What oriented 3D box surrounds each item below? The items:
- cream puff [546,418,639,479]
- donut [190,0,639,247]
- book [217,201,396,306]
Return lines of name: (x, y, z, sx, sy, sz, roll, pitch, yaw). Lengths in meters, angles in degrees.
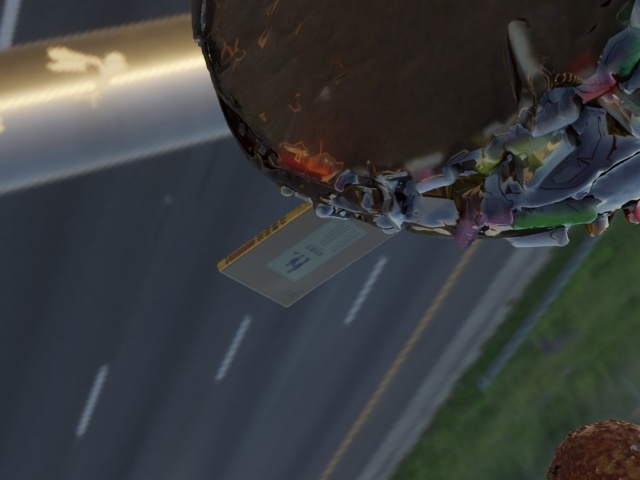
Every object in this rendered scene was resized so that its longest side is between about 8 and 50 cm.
cream puff: (0.357, 0.307, 1.418, 0.164, 0.240, 0.240, -35, 159, 20)
donut: (0.073, -0.120, 0.595, 0.136, 0.345, 0.259, 25, 94, -42)
book: (0.000, 0.000, 1.244, 0.172, 0.012, 0.118, -34, 144, 18)
